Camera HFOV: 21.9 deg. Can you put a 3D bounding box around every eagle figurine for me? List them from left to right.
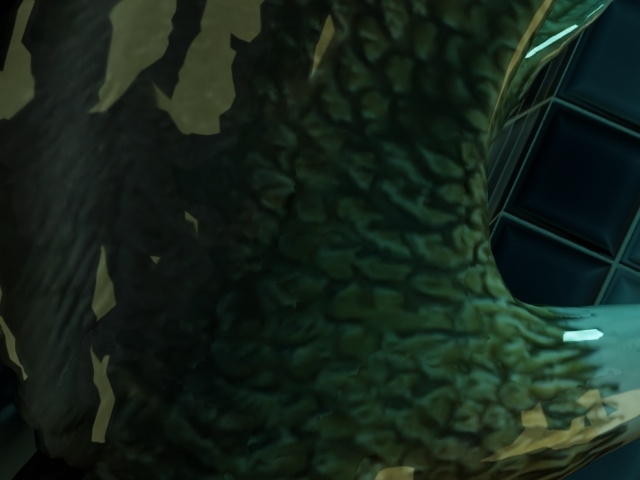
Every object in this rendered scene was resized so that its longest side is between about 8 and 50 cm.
[{"bbox_3d":[0.010,0.002,0.376,0.226,0.225,0.298,-21,-116,41],"label":"eagle figurine"}]
